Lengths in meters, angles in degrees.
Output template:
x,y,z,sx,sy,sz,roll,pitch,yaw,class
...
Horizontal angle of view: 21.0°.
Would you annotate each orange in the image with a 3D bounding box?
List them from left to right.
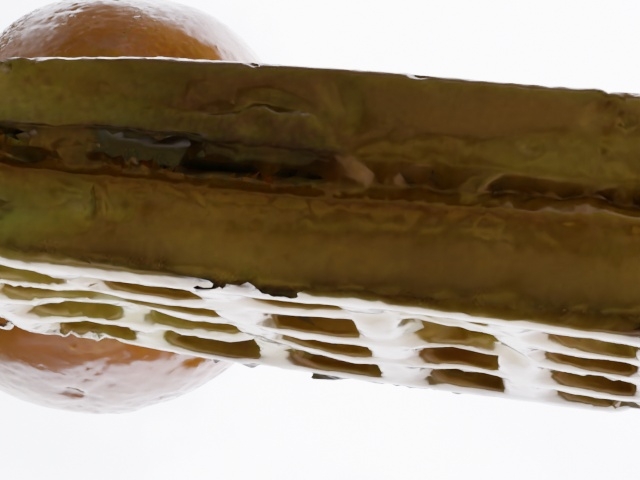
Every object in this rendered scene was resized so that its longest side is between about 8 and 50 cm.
x,y,z,sx,sy,sz,roll,pitch,yaw,class
-0.134,-0.023,1.053,0.261,0.261,0.261,3,-81,21,orange

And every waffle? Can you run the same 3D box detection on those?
x,y,z,sx,sy,sz,roll,pitch,yaw,class
0.000,0.000,0.734,0.328,0.224,0.098,7,-104,10,waffle
